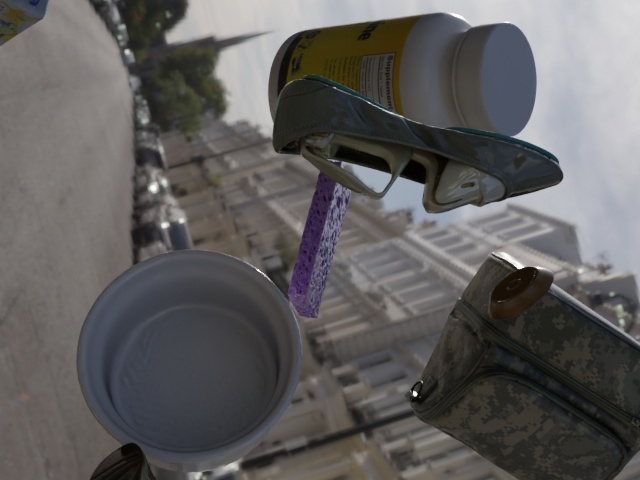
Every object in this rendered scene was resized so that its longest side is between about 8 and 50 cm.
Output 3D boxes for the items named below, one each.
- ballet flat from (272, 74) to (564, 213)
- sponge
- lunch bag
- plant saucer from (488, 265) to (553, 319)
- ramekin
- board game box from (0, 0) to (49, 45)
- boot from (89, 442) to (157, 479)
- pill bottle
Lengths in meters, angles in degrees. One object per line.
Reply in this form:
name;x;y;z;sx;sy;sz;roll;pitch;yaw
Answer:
ballet flat;0.067;-0.053;0.684;0.072;0.213;0.068;124;-18;-70
sponge;0.000;0.000;1.389;0.117;0.031;0.210;70;33;-67
lunch bag;0.301;0.202;1.322;0.305;0.256;0.212;32;7;-12
plant saucer;0.214;0.053;1.046;0.015;0.083;0.083;51;-2;-16
ramekin;-0.165;0.164;1.241;0.135;0.277;0.277;99;-26;-63
board game box;-0.128;-0.152;0.404;0.103;0.026;0.154;-10;-116;50
boot;-0.172;0.328;1.047;0.165;0.077;0.213;55;-5;-28
pill bottle;0.107;-0.204;1.286;0.333;0.188;0.188;3;-65;39
